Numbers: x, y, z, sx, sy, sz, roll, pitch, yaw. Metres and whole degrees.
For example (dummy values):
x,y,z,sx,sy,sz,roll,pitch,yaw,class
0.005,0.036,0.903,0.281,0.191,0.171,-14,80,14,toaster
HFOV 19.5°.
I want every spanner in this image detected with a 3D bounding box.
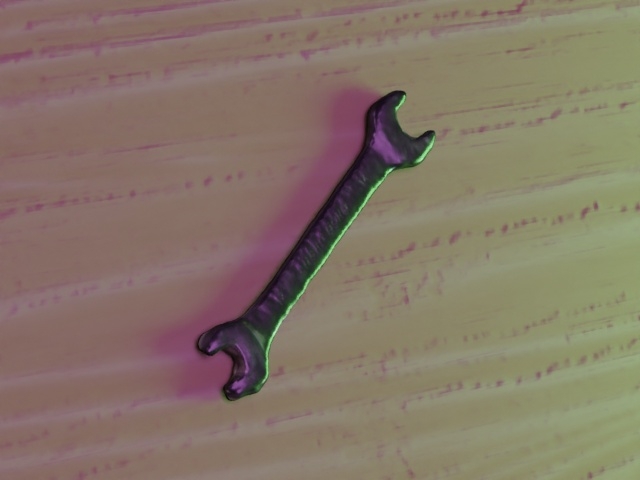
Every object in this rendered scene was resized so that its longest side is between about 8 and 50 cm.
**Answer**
x,y,z,sx,sy,sz,roll,pitch,yaw,class
0.000,0.000,1.229,0.054,0.015,0.254,42,62,-13,spanner
